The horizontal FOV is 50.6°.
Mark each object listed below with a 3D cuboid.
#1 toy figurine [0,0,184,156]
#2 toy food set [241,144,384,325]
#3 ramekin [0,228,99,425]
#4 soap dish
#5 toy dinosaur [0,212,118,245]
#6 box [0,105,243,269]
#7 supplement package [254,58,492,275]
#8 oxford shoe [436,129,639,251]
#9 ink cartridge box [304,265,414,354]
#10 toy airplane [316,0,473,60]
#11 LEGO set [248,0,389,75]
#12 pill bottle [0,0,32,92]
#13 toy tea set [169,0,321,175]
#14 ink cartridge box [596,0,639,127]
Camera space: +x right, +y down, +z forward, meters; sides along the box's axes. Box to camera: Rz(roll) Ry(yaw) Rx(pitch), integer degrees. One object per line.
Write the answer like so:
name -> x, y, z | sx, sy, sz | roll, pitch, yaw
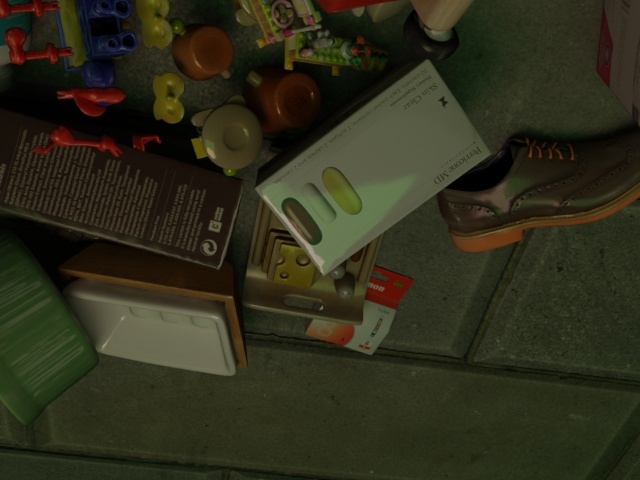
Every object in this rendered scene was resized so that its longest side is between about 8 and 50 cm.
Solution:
toy figurine -> -0.316, -0.292, 0.844 | 0.191, 0.217, 0.362 | -17, 110, -27
toy food set -> 0.000, 0.000, 1.110 | 0.220, 0.092, 0.306 | 10, 120, -8
ramekin -> -0.491, 0.129, 1.085 | 0.148, 0.303, 0.303 | -35, 130, -23
soap dish -> -0.266, 0.115, 1.143 | 0.291, 0.118, 0.228 | 9, 143, 8
toy dinosaur -> -0.447, -0.053, 1.104 | 0.268, 0.064, 0.118 | 16, 132, -8
box -> -0.318, -0.080, 0.968 | 0.382, 0.191, 0.143 | 15, 92, -17
supplement package -> 0.059, -0.106, 0.913 | 0.262, 0.204, 0.145 | -37, 103, 5
oxford shoe -> 0.354, -0.100, 1.030 | 0.364, 0.130, 0.132 | -23, 118, 16
ink cartridge box -> 0.072, 0.125, 1.250 | 0.146, 0.045, 0.179 | 20, 127, -15
toy airplane -> 0.139, -0.399, 0.695 | 0.272, 0.384, 0.386 | 41, 110, 2
LEGO set -> 0.001, -0.281, 0.846 | 0.107, 0.132, 0.287 | 9, 155, 50
pill bottle -> -0.440, -0.320, 0.844 | 0.146, 0.146, 0.264 | 9, 127, -7
toy tea set -> -0.124, -0.267, 0.911 | 0.200, 0.124, 0.335 | -23, 111, -26
ink cartridge box -> 0.443, -0.244, 0.817 | 0.117, 0.283, 0.207 | -6, 127, 5
